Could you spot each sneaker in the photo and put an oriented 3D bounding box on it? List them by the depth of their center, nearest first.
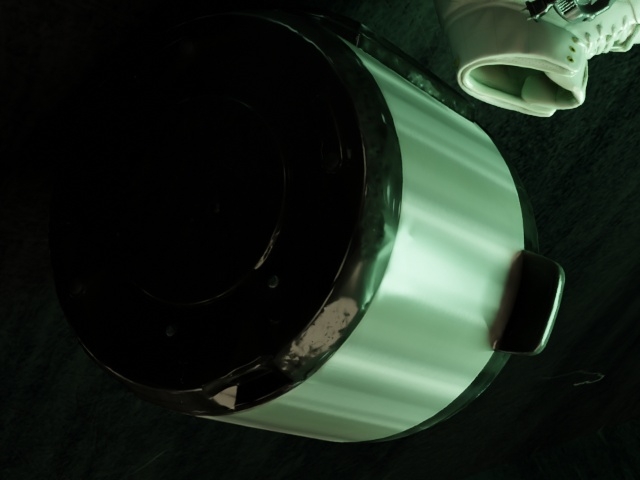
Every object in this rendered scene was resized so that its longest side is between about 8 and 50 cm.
[{"bbox_3d":[0.254,-0.190,1.506,0.292,0.169,0.108,1,146,-15],"label":"sneaker"}]

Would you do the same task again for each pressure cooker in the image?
[{"bbox_3d":[-0.003,0.005,1.459,0.375,0.370,0.420,-36,151,21],"label":"pressure cooker"}]

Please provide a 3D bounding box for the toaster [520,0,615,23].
[{"bbox_3d":[0.253,-0.308,1.417,0.227,0.146,0.129,-34,153,6],"label":"toaster"}]
